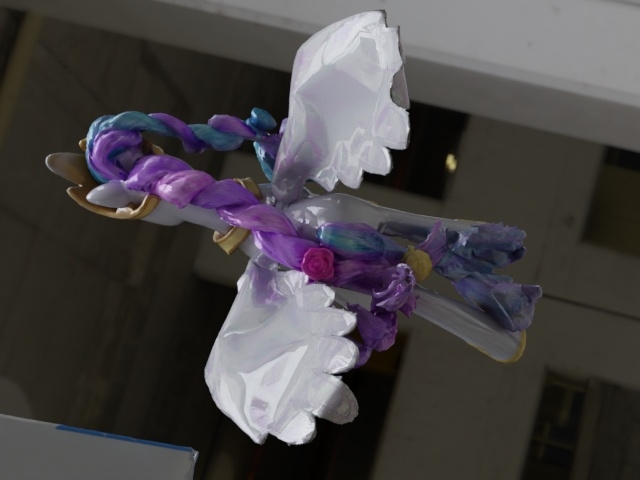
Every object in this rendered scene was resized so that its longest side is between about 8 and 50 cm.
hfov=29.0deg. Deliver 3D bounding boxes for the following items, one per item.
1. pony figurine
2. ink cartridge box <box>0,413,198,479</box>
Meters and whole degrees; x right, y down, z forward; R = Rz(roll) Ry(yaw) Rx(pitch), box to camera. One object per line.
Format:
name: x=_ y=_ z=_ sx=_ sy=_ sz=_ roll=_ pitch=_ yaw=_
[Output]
pony figurine: x=0.000 y=0.000 z=0.974 sx=0.363 sy=0.351 sz=0.303 roll=20 pitch=-95 yaw=-35
ink cartridge box: x=-0.188 y=0.245 z=0.798 sx=0.233 sy=0.171 sz=0.168 roll=109 pitch=169 yaw=-50
